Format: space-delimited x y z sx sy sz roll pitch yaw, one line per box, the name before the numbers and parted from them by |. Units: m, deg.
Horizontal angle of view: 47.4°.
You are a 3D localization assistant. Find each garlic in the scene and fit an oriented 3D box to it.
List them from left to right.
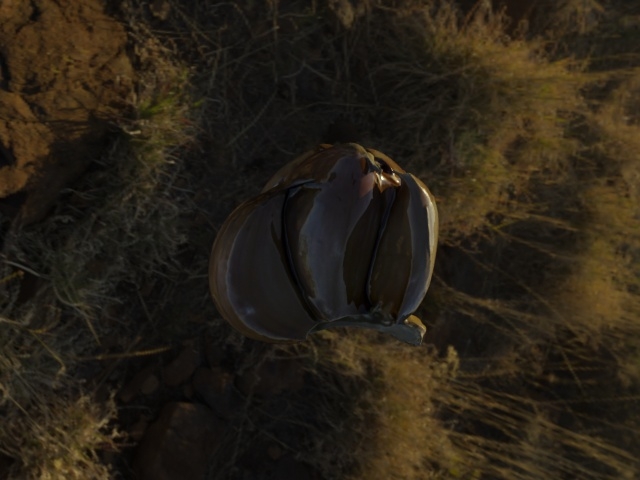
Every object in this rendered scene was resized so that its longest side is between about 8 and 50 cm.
garlic | 0.000 0.000 0.690 0.214 0.160 0.191 -3 104 -9
